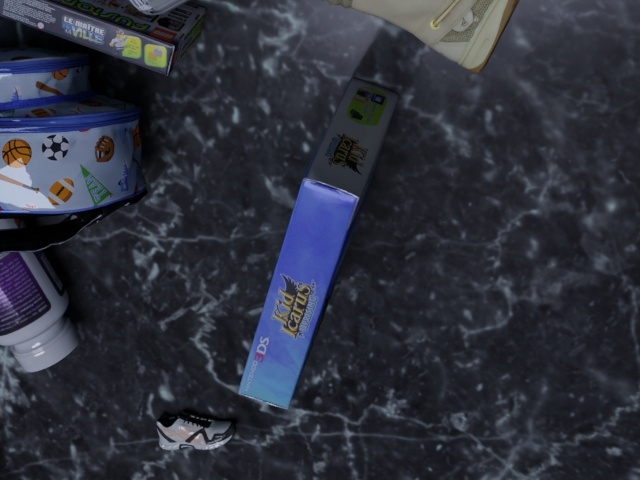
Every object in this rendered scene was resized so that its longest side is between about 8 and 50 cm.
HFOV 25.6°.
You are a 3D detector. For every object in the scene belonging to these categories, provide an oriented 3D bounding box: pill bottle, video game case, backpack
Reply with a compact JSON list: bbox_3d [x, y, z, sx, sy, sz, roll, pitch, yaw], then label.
[{"bbox_3d":[-0.369,0.057,1.680,0.108,0.108,0.193,-18,113,23],"label":"pill bottle"},{"bbox_3d":[0.000,0.000,1.473,0.061,0.244,0.269,20,122,3],"label":"video game case"},{"bbox_3d":[-0.319,-0.104,1.507,0.263,0.276,0.213,7,107,7],"label":"backpack"}]

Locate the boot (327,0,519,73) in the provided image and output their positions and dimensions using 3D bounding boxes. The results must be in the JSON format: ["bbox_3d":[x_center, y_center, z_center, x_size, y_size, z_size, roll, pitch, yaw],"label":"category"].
[{"bbox_3d":[0.116,-0.311,1.359,0.203,0.095,0.262,24,126,1],"label":"boot"}]

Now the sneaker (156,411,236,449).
[{"bbox_3d":[-0.159,0.237,1.769,0.109,0.040,0.043,-7,115,18],"label":"sneaker"}]

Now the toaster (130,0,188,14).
[{"bbox_3d":[-0.148,-0.326,1.398,0.146,0.129,0.227,-26,112,30],"label":"toaster"}]

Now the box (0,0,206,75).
[{"bbox_3d":[-0.235,-0.243,1.472,0.207,0.114,0.036,20,122,3],"label":"box"}]
